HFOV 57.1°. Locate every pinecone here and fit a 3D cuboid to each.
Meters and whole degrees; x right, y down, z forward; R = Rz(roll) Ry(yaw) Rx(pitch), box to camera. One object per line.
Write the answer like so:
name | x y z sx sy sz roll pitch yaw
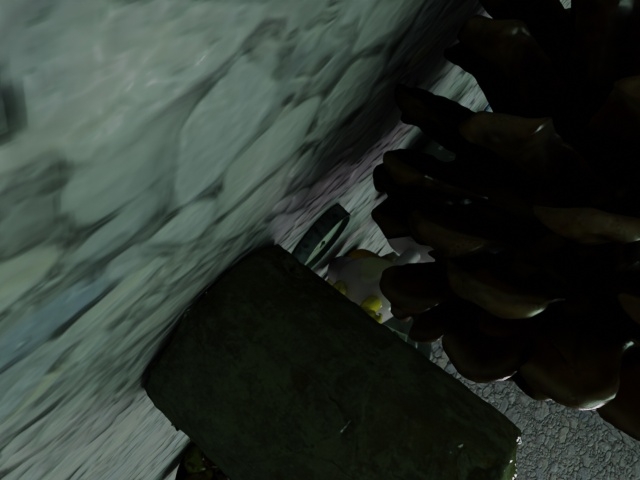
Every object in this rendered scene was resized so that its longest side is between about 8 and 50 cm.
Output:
pinecone | 0.220 -0.068 0.451 0.384 0.384 0.384 -49 171 -11

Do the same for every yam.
yam | 0.018 0.143 0.441 0.168 0.304 0.168 -47 160 -22

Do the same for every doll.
doll | 0.124 0.031 0.874 0.365 0.160 0.094 -37 139 -42

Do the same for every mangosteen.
mangosteen | -0.160 0.395 1.000 0.172 0.173 0.183 -25 133 -70

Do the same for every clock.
clock | 0.000 0.000 0.605 0.085 0.017 0.085 -49 171 -11

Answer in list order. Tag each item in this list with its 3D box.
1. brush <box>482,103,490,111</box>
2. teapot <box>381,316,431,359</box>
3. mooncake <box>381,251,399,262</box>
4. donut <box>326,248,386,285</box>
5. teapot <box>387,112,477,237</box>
brush | 0.333 -0.268 1.153 0.051 0.014 0.164 -42 169 -37
teapot | 0.059 0.247 1.237 0.321 0.239 0.239 -50 -174 -39
mooncake | 0.143 0.092 1.489 0.125 0.073 0.130 -59 170 27
donut | 0.042 0.086 0.990 0.174 0.075 0.190 -53 166 26
teapot | 0.184 -0.077 0.801 0.193 0.129 0.294 -48 176 7
